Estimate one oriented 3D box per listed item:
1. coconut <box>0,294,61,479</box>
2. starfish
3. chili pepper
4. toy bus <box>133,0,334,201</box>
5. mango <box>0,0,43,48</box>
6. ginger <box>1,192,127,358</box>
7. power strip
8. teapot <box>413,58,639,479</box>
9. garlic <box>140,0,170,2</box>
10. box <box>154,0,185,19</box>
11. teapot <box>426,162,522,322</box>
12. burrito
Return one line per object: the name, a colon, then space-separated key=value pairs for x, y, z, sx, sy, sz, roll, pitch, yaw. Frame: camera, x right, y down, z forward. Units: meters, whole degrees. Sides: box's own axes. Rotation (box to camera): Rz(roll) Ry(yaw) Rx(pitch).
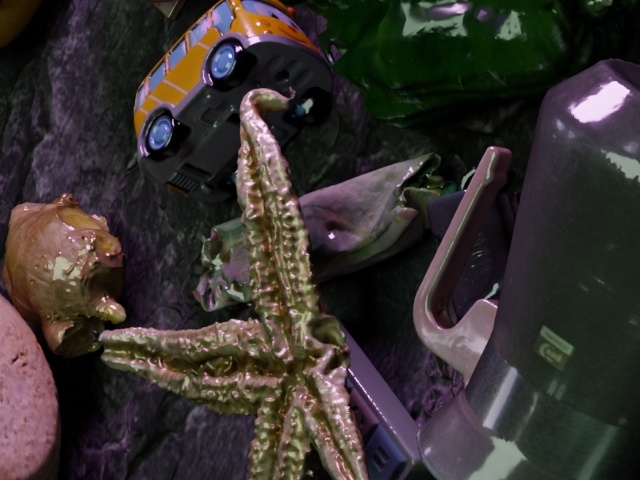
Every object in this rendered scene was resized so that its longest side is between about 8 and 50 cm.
coconut: x=-0.475 y=0.214 z=2.074 sx=0.415 sy=0.345 sz=0.415 roll=-6 pitch=80 yaw=37
starfish: x=-0.070 y=0.115 z=1.821 sx=0.324 sy=0.082 sz=0.432 roll=-42 pitch=59 yaw=39
chili pepper: x=0.097 y=-0.215 z=1.778 sx=0.385 sy=0.167 sz=0.213 roll=5 pitch=79 yaw=45
toy bus: x=-0.094 y=-0.152 z=1.975 sx=0.209 sy=0.126 sz=0.136 roll=-44 pitch=43 yaw=26
mango: x=-0.395 y=-0.390 z=2.305 sx=0.253 sy=0.182 sz=0.364 roll=-12 pitch=59 yaw=44
ginger: x=-0.272 y=0.038 z=2.102 sx=0.216 sy=0.102 sz=0.157 roll=33 pitch=108 yaw=44
power strip: x=0.018 y=0.184 z=1.821 sx=0.145 sy=0.061 sz=0.215 roll=-57 pitch=46 yaw=24
teapot: x=0.217 y=0.042 z=1.537 sx=0.300 sy=0.253 sz=0.344 roll=38 pitch=110 yaw=38
garlic: x=-0.163 y=-0.392 z=2.054 sx=0.322 sy=0.241 sz=0.322 roll=14 pitch=107 yaw=55
box: x=-0.172 y=-0.280 z=2.161 sx=0.083 sy=0.012 sz=0.046 roll=44 pitch=108 yaw=42
teapot: x=0.164 y=0.007 z=1.708 sx=0.096 sy=0.087 sz=0.177 roll=-30 pitch=59 yaw=29
burrito: x=0.001 y=-0.002 z=1.878 sx=0.309 sy=0.066 sz=0.096 roll=-21 pitch=62 yaw=35
